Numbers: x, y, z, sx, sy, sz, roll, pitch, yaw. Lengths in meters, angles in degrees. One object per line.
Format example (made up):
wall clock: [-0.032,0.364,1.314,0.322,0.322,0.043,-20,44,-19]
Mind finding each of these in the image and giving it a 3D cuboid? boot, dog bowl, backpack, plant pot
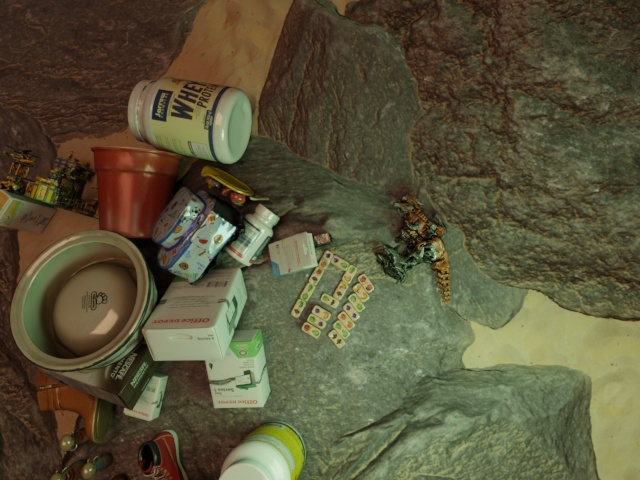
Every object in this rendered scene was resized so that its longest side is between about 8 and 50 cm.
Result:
boot: [-0.472,0.707,1.450,0.088,0.176,0.244,-17,83,5]
dog bowl: [-0.655,0.183,1.409,0.407,0.150,0.408,-3,66,7]
boot: [-0.784,0.509,1.537,0.220,0.109,0.284,-15,70,1]
backpack: [-0.376,-0.016,1.446,0.213,0.276,0.263,28,92,-24]
plant pot: [-0.579,-0.143,1.535,0.272,0.272,0.265,4,93,9]

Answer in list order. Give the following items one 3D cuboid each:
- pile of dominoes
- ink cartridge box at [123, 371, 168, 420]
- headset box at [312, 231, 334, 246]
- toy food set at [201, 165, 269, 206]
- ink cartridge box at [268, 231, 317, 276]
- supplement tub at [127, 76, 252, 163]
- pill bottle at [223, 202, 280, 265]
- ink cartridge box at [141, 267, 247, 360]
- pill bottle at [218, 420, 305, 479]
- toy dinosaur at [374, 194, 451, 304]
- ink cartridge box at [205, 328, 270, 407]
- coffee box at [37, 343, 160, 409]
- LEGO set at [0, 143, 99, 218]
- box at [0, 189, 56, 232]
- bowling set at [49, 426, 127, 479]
pile of dominoes: [0.038,0.182,1.498,0.196,0.040,0.251,29,89,11]
ink cartridge box: [-0.553,0.487,1.547,0.099,0.056,0.135,12,85,11]
headset box: [0.000,0.000,1.513,0.083,0.062,0.032,-13,82,7]
toy food set: [-0.287,-0.155,1.552,0.217,0.128,0.071,32,105,8]
ink cartridge box: [-0.072,0.041,1.473,0.181,0.061,0.104,-18,80,44]
supplement tub: [-0.403,-0.380,1.532,0.324,0.235,0.236,12,85,10]
pill bottle: [-0.210,-0.021,1.526,0.108,0.108,0.180,37,90,11]
ink cartridge box: [-0.355,0.210,1.425,0.211,0.289,0.122,-3,119,9]
pill bottle: [-0.158,0.624,1.328,0.187,0.334,0.188,-1,84,9]
toy dinosaur: [0.290,0.027,1.428,0.218,0.164,0.322,-24,58,-10]
ink cartridge box: [-0.248,0.383,1.456,0.160,0.092,0.220,-5,105,9]
coffee box: [-0.667,0.373,1.482,0.297,0.119,0.168,13,51,14]
LEGO set: [-0.816,-0.201,1.557,0.254,0.331,0.192,13,84,31]
box: [-1.006,-0.108,1.613,0.114,0.203,0.103,34,90,11]
bowling set: [-0.712,0.731,1.495,0.199,0.154,0.287,3,84,10]
